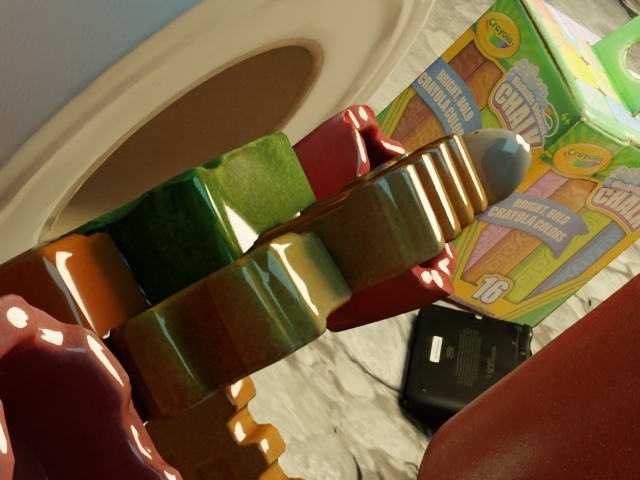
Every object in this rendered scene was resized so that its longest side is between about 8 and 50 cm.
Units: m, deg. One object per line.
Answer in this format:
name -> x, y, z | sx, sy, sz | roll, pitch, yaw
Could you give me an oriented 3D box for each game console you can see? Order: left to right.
game console -> 0.100, 0.104, 1.180 | 0.107, 0.071, 0.122 | 13, 27, 1

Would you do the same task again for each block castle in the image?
block castle -> 0.001, 0.124, 0.614 | 0.303, 0.213, 0.453 | 61, 17, -3

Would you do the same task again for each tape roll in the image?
tape roll -> -0.087, -0.070, 0.827 | 0.100, 0.286, 0.286 | 52, 25, 12

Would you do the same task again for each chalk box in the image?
chalk box -> 0.147, -0.066, 1.274 | 0.132, 0.213, 0.132 | 23, 32, -40

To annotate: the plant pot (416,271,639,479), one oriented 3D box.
plant pot -> 0.207, 0.119, 0.978 | 0.272, 0.265, 0.272 | 31, 41, -31
